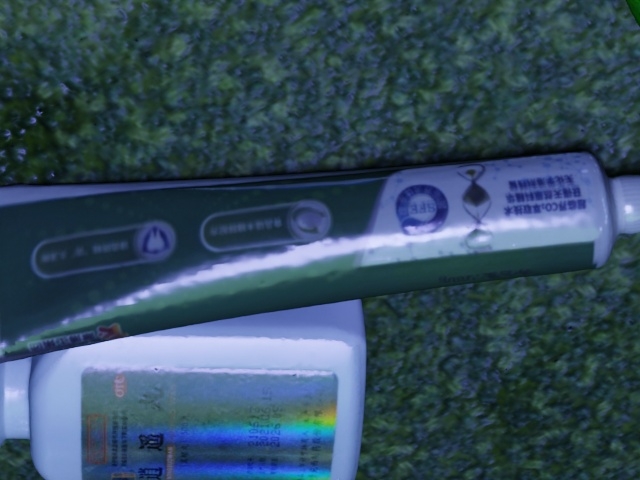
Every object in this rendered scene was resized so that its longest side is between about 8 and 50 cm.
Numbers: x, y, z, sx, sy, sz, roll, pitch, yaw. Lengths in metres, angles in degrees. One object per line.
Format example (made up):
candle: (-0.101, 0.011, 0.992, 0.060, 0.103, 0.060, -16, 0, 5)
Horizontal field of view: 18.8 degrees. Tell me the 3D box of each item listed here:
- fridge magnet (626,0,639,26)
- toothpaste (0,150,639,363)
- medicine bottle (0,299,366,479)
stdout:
fridge magnet: (0.236, -0.151, 0.886, 0.208, 0.088, 0.208, -2, 128, -2)
toothpaste: (0.000, 0.000, 1.005, 0.392, 0.098, 0.061, -6, 159, 0)
medicine bottle: (-0.092, 0.082, 1.061, 0.229, 0.083, 0.121, 2, 127, -4)
